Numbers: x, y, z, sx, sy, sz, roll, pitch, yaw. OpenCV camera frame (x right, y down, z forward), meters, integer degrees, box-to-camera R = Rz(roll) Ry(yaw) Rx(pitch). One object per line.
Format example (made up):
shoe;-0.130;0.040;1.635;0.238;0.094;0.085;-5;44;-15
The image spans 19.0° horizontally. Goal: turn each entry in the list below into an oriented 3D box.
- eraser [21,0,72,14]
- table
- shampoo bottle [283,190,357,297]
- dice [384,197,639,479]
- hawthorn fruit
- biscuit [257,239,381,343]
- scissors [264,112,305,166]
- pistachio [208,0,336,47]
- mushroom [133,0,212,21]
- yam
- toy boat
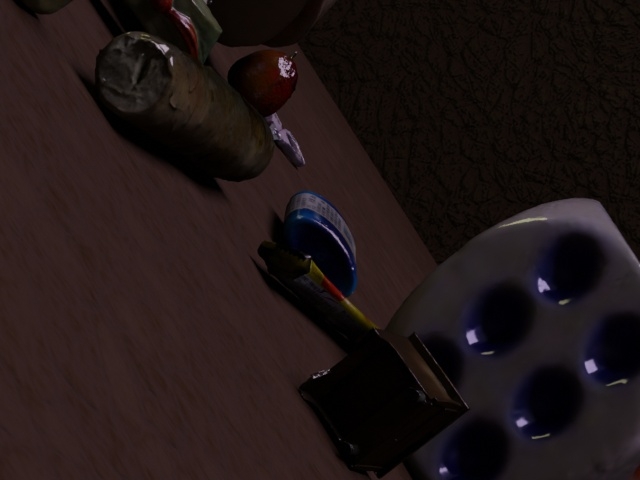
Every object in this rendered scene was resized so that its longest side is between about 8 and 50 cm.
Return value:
eraser;-0.185;-0.249;1.246;0.172;0.117;0.058;57;6;8
table;0.041;0.111;1.325;0.070;0.083;0.082;55;12;19
shampoo bottle;0.000;0.000;1.742;0.087;0.050;0.183;53;7;-8
dice;0.204;0.137;1.655;0.243;0.259;0.251;58;6;28
hawthorn fruit;-0.061;-0.171;2.071;0.077;0.077;0.077;55;6;-8
biscuit;0.012;0.056;1.599;0.048;0.026;0.292;22;-9;22
scissors;-0.052;-0.122;2.166;0.100;0.015;0.189;59;7;-3
pistachio;-0.070;-0.381;1.958;0.445;0.281;0.365;158;-77;-66
mushroom;-0.134;-0.238;1.734;0.099;0.096;0.278;58;8;-14
yam;-0.092;-0.092;1.412;0.067;0.071;0.317;20;-2;13
toy boat;-0.136;-0.189;1.556;0.185;0.071;0.089;55;8;-9
